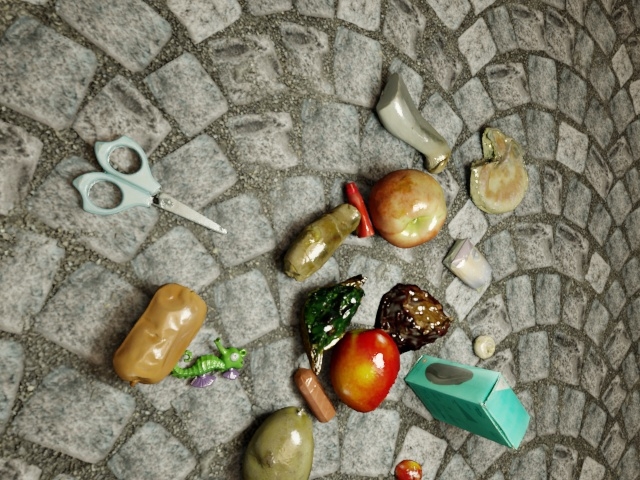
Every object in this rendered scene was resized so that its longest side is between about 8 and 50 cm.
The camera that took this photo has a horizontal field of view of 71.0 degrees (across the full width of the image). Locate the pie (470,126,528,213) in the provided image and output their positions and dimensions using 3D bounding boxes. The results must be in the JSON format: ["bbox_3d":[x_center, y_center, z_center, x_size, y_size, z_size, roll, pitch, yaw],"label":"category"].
[{"bbox_3d":[0.649,-0.243,1.635,0.337,0.075,0.338,0,90,-35],"label":"pie"}]

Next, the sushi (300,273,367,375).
[{"bbox_3d":[0.015,0.203,1.211,0.149,0.140,0.287,47,66,-26],"label":"sushi"}]

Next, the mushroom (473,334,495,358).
[{"bbox_3d":[0.579,0.374,1.575,0.083,0.067,0.084,-3,97,-28],"label":"mushroom"}]

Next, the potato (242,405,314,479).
[{"bbox_3d":[-0.097,0.537,1.132,0.174,0.159,0.252,20,90,-54],"label":"potato"}]

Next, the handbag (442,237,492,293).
[{"bbox_3d":[0.509,0.089,1.536,0.173,0.095,0.117,42,74,-14],"label":"handbag"}]

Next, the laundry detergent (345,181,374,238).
[{"bbox_3d":[0.109,-0.089,1.306,0.049,0.097,0.166,-18,90,-5],"label":"laundry detergent"}]

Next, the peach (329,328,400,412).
[{"bbox_3d":[0.127,0.361,1.247,0.196,0.189,0.226,-1,84,-58],"label":"peach"}]

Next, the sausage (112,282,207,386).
[{"bbox_3d":[-0.359,0.211,1.007,0.136,0.120,0.241,38,71,-11],"label":"sausage"}]

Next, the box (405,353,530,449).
[{"bbox_3d":[0.434,0.472,1.347,0.118,0.311,0.205,-48,110,-24],"label":"box"}]

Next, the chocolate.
[{"bbox_3d":[0.305,0.238,1.360,0.224,0.177,0.207,-30,103,-29],"label":"chocolate"}]

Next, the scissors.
[{"bbox_3d":[-0.377,-0.095,1.060,0.360,0.029,0.191,29,79,-28],"label":"scissors"}]

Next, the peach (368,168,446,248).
[{"bbox_3d":[0.252,-0.109,1.328,0.232,0.257,0.233,-4,125,-5],"label":"peach"}]

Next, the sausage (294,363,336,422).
[{"bbox_3d":[-0.020,0.418,1.231,0.065,0.065,0.170,-37,108,-26],"label":"sausage"}]

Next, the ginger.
[{"bbox_3d":[0.000,0.000,1.228,0.263,0.109,0.116,-43,105,-25],"label":"ginger"}]

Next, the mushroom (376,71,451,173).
[{"bbox_3d":[0.303,-0.356,1.409,0.328,0.122,0.159,43,78,-23],"label":"mushroom"}]

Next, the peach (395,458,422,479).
[{"bbox_3d":[0.275,0.716,1.401,0.083,0.077,0.050,-4,97,13],"label":"peach"}]

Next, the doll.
[{"bbox_3d":[-0.271,0.297,1.097,0.190,0.050,0.115,-7,96,-28],"label":"doll"}]
